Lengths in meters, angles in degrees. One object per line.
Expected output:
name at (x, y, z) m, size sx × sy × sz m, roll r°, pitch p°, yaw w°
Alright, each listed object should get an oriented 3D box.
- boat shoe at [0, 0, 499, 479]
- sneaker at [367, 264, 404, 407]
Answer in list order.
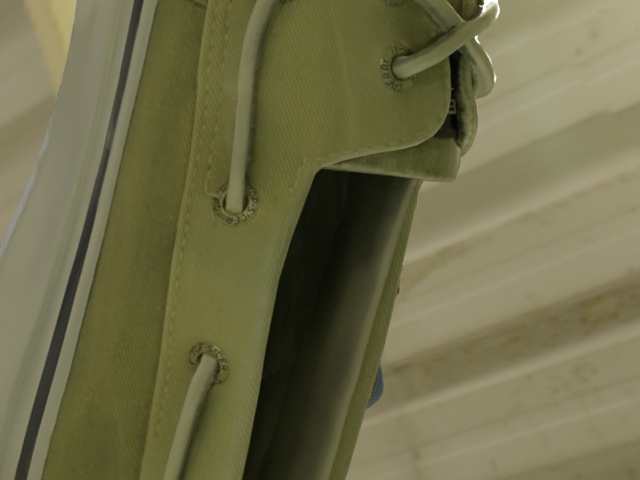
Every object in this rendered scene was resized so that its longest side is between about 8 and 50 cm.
boat shoe at (-0.004, -0.040, 0.414) m, size 0.094 × 0.109 × 0.302 m, roll 24°, pitch -77°, yaw 26°
sneaker at (0.000, 0.000, 0.601) m, size 0.052 × 0.058 × 0.135 m, roll -14°, pitch -116°, yaw 36°
